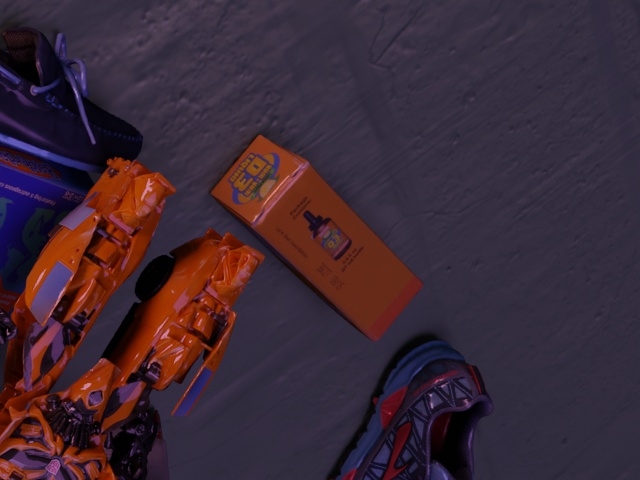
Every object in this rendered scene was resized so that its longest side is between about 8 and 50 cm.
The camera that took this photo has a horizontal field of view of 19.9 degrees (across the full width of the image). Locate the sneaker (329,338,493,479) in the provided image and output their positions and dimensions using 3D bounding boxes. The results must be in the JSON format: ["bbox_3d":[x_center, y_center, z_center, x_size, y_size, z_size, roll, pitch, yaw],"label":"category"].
[{"bbox_3d":[0.095,0.239,1.879,0.104,0.125,0.262,4,114,-41],"label":"sneaker"}]

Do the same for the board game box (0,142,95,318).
[{"bbox_3d":[-0.294,0.013,1.429,0.160,0.047,0.210,20,117,-46],"label":"board game box"}]

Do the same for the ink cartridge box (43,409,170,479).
[{"bbox_3d":[-0.236,0.324,1.620,0.130,0.272,0.309,15,109,-12],"label":"ink cartridge box"}]

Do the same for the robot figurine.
[{"bbox_3d":[-0.176,0.093,1.404,0.211,0.085,0.291,38,76,-30],"label":"robot figurine"}]

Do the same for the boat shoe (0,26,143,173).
[{"bbox_3d":[-0.229,-0.120,1.389,0.258,0.109,0.089,20,99,-48],"label":"boat shoe"}]

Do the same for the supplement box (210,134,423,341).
[{"bbox_3d":[0.000,0.000,1.680,0.078,0.080,0.233,-49,138,-4],"label":"supplement box"}]
